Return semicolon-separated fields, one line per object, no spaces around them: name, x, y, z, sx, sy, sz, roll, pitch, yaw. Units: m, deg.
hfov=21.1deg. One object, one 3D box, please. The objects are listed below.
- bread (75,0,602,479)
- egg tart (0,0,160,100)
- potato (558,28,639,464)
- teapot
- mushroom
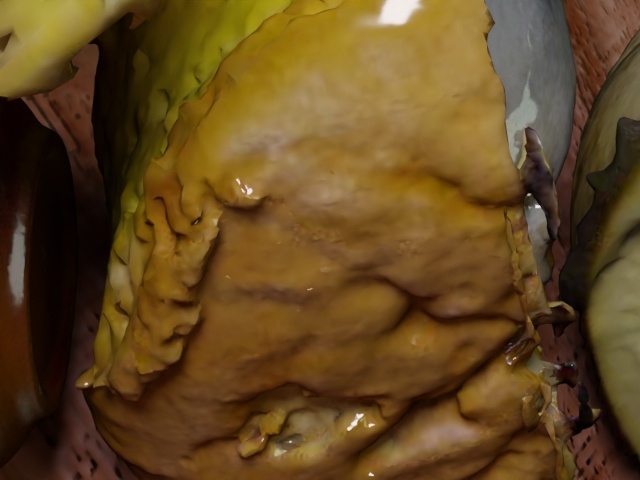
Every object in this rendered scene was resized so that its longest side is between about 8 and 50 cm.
bread;-0.001;-0.001;0.515;0.260;0.147;0.160;68;9;-54
egg tart;-0.115;-0.086;0.332;0.291;0.291;0.107;-4;55;-50
potato;0.215;-0.002;0.729;0.285;0.242;0.242;39;41;-19
teapot;-0.110;0.013;0.461;0.098;0.078;0.129;84;5;-58
mushroom;0.052;-0.110;0.709;0.096;0.099;0.278;3;66;-41
